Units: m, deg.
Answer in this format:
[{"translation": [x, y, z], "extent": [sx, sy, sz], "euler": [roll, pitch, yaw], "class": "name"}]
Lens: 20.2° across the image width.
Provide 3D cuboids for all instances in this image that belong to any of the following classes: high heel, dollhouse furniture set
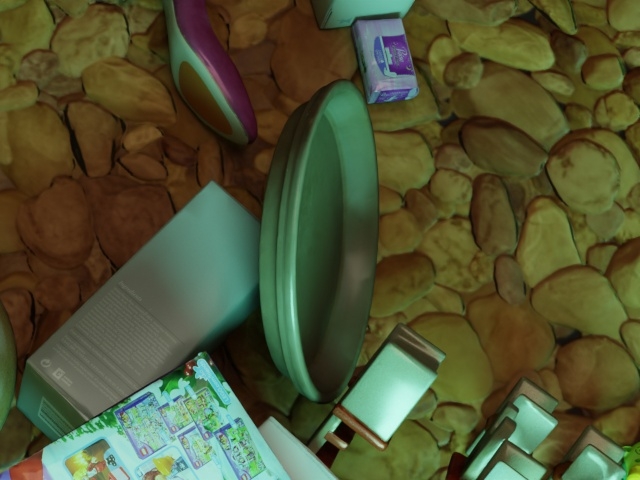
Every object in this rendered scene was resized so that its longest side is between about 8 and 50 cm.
[{"translation": [-0.100, -0.204, 1.695], "extent": [0.117, 0.082, 0.244], "euler": [-27, 69, -26], "class": "high heel"}, {"translation": [0.126, 0.199, 1.493], "extent": [0.259, 0.262, 0.135], "euler": [36, 104, 2], "class": "dollhouse furniture set"}]

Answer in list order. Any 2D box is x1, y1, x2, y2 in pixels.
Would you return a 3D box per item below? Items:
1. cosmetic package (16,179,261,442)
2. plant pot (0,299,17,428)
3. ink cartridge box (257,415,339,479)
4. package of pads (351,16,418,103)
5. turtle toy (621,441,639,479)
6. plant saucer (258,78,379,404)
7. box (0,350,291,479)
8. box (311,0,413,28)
[{"translation": [-0.143, 0.074, 1.532], "extent": [0.107, 0.127, 0.238], "euler": [43, 66, 7], "class": "cosmetic package"}, {"translation": [-0.368, 0.098, 1.490], "extent": [0.236, 0.032, 0.236], "euler": [5, 74, -16], "class": "plant pot"}, {"translation": [-0.095, 0.261, 1.444], "extent": [0.092, 0.158, 0.218], "euler": [45, 64, 7], "class": "ink cartridge box"}, {"translation": [0.063, -0.176, 1.745], "extent": [0.050, 0.032, 0.083], "euler": [-7, 69, -16], "class": "package of pads"}, {"translation": [0.316, 0.233, 1.615], "extent": [0.130, 0.066, 0.095], "euler": [43, 40, 3], "class": "turtle toy"}, {"translation": [0.000, 0.000, 1.536], "extent": [0.041, 0.278, 0.278], "euler": [4, 63, 15], "class": "plant saucer"}, {"translation": [-0.092, 0.255, 1.326], "extent": [0.201, 0.057, 0.293], "euler": [-30, 80, -25], "class": "box"}, {"translation": [0.019, -0.355, 1.769], "extent": [0.094, 0.113, 0.275], "euler": [-9, 71, -19], "class": "box"}]
